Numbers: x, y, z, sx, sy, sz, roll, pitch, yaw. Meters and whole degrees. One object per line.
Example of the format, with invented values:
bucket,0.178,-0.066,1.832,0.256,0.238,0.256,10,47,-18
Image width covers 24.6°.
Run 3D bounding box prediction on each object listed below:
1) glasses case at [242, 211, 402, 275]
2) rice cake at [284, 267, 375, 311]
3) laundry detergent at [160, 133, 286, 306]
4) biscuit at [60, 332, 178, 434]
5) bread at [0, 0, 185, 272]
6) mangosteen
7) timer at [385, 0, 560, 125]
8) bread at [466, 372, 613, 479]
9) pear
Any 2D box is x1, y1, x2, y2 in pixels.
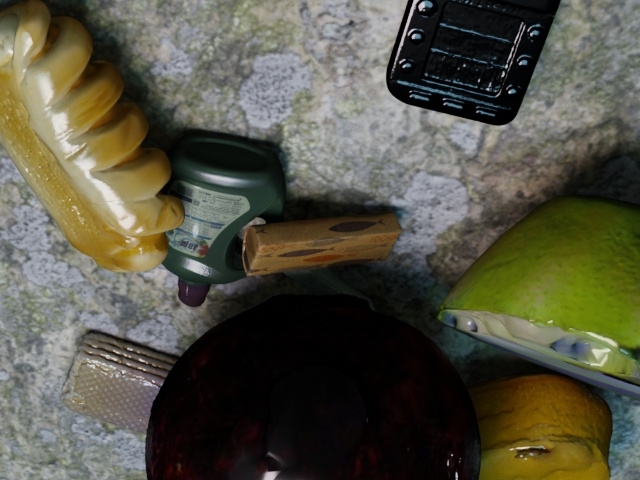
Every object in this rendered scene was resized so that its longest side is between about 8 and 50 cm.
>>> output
glasses case,0.000,0.000,1.627,0.169,0.041,0.065,-6,148,-22
rice cake,-0.001,0.047,1.714,0.170,0.029,0.033,37,130,-21
laundry detergent,-0.117,-0.010,1.649,0.144,0.078,0.222,10,128,-1
biscuit,-0.201,0.196,1.837,0.238,0.062,0.108,19,130,-8
bread,-0.251,-0.107,1.533,0.172,0.121,0.311,0,127,49
mangosteen,-0.002,0.261,1.610,0.380,0.421,0.381,-8,150,-4
timer,0.153,-0.213,1.475,0.144,0.055,0.187,13,125,-7
bread,0.228,0.259,1.786,0.269,0.143,0.195,-31,130,30
pear,0.326,0.063,1.548,0.398,0.399,0.165,21,84,-11
